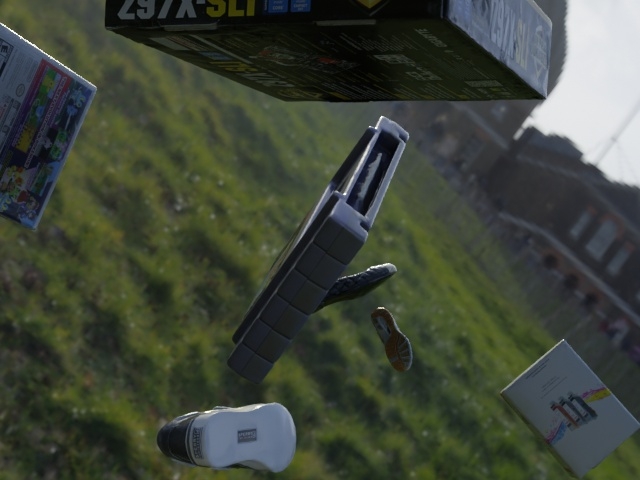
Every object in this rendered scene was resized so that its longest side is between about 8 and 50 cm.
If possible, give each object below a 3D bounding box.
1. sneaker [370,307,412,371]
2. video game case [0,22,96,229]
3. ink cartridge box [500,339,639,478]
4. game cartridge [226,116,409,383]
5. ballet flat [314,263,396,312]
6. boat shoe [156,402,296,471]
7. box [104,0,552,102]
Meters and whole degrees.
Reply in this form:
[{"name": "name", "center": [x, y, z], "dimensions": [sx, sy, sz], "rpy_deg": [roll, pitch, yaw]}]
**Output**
[{"name": "sneaker", "center": [0.088, 0.120, 1.365], "dimensions": [0.037, 0.032, 0.083], "rpy_deg": [59, 8, -69]}, {"name": "video game case", "center": [-0.371, -0.133, 1.375], "dimensions": [0.023, 0.201, 0.183], "rpy_deg": [16, -10, 33]}, {"name": "ink cartridge box", "center": [0.383, 0.263, 1.767], "dimensions": [0.176, 0.127, 0.128], "rpy_deg": [50, -1, 11]}, {"name": "game cartridge", "center": [0.000, 0.000, 1.347], "dimensions": [0.068, 0.230, 0.355], "rpy_deg": [38, 25, -5]}, {"name": "ballet flat", "center": [0.028, 0.058, 1.549], "dimensions": [0.049, 0.173, 0.057], "rpy_deg": [64, -27, 20]}, {"name": "boat shoe", "center": [-0.139, 0.305, 1.748], "dimensions": [0.102, 0.108, 0.301], "rpy_deg": [-4, -7, 27]}, {"name": "box", "center": [0.026, -0.170, 0.906], "dimensions": [0.257, 0.079, 0.322], "rpy_deg": [4, -1, 23]}]
